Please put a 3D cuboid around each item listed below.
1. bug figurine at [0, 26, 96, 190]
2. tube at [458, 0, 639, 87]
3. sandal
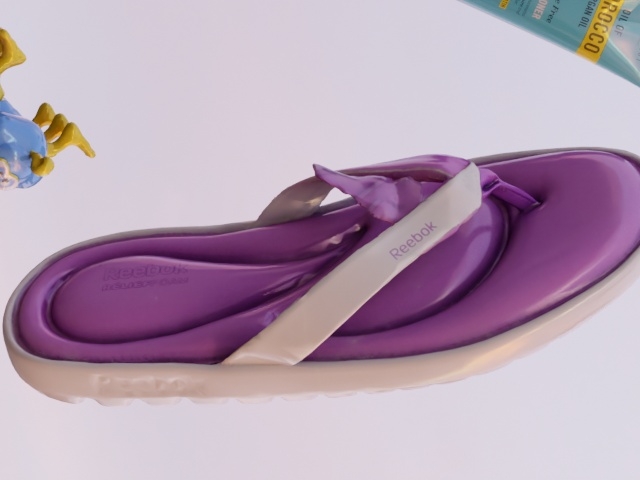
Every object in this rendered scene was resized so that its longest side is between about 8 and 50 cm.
[{"bbox_3d":[-0.229,-0.134,0.713,0.216,0.072,0.279,34,-18,51],"label":"bug figurine"},{"bbox_3d":[0.155,-0.174,1.037,0.052,0.207,0.080,-71,-178,-70],"label":"tube"},{"bbox_3d":[0.002,0.011,0.887,0.169,0.416,0.102,-99,174,-46],"label":"sandal"}]
